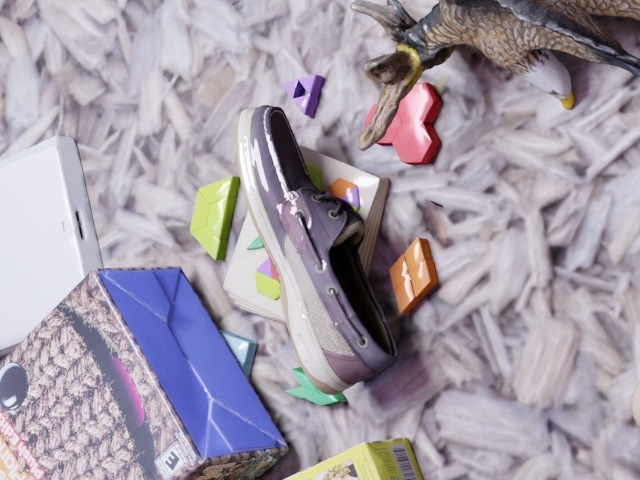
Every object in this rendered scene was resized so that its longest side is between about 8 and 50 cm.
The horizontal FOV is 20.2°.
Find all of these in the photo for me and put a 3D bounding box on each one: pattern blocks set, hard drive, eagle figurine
[{"bbox_3d":[-0.012,-0.002,1.777,0.285,0.026,0.324,6,91,32],"label":"pattern blocks set"},{"bbox_3d":[-0.379,0.029,1.995,0.307,0.040,0.203,-20,77,29],"label":"hard drive"},{"bbox_3d":[0.187,-0.201,1.579,0.298,0.225,0.226,-17,68,41],"label":"eagle figurine"}]

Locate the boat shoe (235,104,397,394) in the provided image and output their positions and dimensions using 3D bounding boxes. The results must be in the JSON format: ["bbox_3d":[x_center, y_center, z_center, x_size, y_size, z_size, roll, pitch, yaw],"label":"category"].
[{"bbox_3d":[0.000,0.000,1.699,0.092,0.103,0.285,-20,82,23],"label":"boat shoe"}]

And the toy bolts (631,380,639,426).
[{"bbox_3d":[0.336,0.079,1.469,0.158,0.218,0.228,25,82,37],"label":"toy bolts"}]

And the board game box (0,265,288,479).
[{"bbox_3d":[-0.218,0.202,1.811,0.291,0.141,0.232,-44,66,27],"label":"board game box"}]

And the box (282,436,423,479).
[{"bbox_3d":[-0.019,0.259,1.731,0.232,0.087,0.058,-29,74,26],"label":"box"}]
